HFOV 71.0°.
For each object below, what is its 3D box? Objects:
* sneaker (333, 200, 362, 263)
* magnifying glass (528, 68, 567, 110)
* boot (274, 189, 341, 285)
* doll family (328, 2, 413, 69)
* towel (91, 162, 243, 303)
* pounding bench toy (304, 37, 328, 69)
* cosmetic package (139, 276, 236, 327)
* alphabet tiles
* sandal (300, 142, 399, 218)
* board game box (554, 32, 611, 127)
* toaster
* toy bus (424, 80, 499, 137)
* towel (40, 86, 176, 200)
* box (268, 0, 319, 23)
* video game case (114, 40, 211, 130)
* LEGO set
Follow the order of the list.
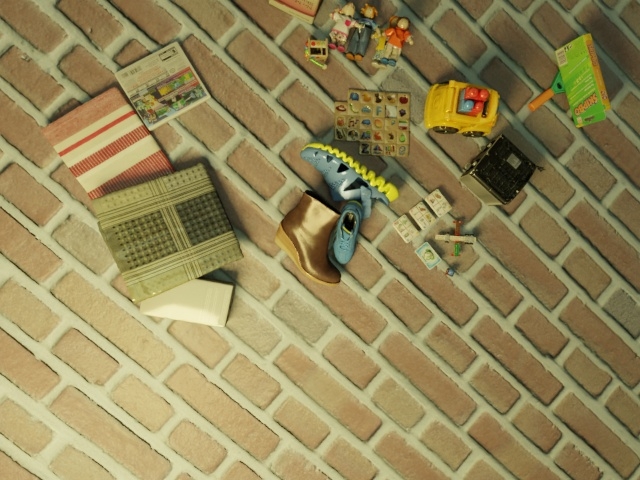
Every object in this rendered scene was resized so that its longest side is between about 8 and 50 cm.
[{"bbox_3d":[0.072,-0.012,1.302,0.069,0.082,0.209,15,120,8],"label":"sneaker"},{"bbox_3d":[0.772,-0.499,1.466,0.231,0.026,0.092,-37,96,-6],"label":"magnifying glass"},{"bbox_3d":[0.000,0.000,1.277,0.248,0.090,0.206,39,124,-1],"label":"boot"},{"bbox_3d":[0.154,-0.616,1.343,0.263,0.118,0.163,21,94,10],"label":"doll family"},{"bbox_3d":[-0.414,-0.027,1.226,0.325,0.056,0.311,-23,84,-19],"label":"towel"},{"bbox_3d":[-0.014,-0.550,1.334,0.065,0.052,0.083,-2,91,-8],"label":"pounding bench toy"},{"bbox_3d":[-0.371,0.161,1.265,0.238,0.107,0.127,13,88,-6],"label":"cosmetic package"},{"bbox_3d":[0.159,-0.361,1.384,0.238,0.009,0.198,1,91,-8],"label":"alphabet tiles"},{"bbox_3d":[0.073,-0.171,1.320,0.318,0.126,0.138,32,90,-6],"label":"sandal"},{"bbox_3d":[0.818,-0.492,1.400,0.039,0.124,0.259,-16,94,-10],"label":"board game box"},{"bbox_3d":[0.554,-0.210,1.393,0.186,0.110,0.168,39,86,-7],"label":"toaster"},{"bbox_3d":[0.447,-0.395,1.320,0.221,0.211,0.149,6,94,-11],"label":"toy bus"},{"bbox_3d":[-0.577,-0.233,1.263,0.237,0.037,0.328,-35,97,-9],"label":"towel"},{"bbox_3d":[-0.050,-0.731,1.235,0.149,0.232,0.126,23,87,-8],"label":"box"},{"bbox_3d":[-0.449,-0.442,1.286,0.202,0.023,0.183,-32,95,-8],"label":"video game case"},{"bbox_3d":[0.368,-0.010,1.411,0.183,0.060,0.244,-39,88,-2],"label":"LEGO set"}]
